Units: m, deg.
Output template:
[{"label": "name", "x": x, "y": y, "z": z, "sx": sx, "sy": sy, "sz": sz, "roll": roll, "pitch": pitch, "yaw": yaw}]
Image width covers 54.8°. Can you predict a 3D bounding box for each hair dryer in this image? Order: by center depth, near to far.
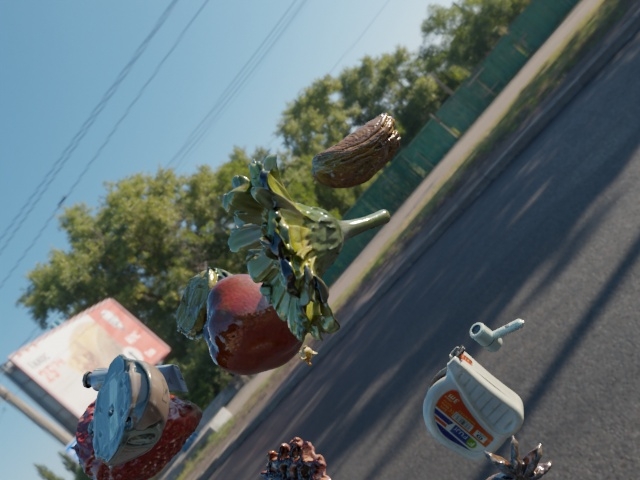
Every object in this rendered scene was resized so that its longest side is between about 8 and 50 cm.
[{"label": "hair dryer", "x": 0.460, "y": 0.231, "z": 1.581, "sx": 0.137, "sy": 0.082, "sz": 0.047, "roll": -34, "pitch": 29, "yaw": 34}]

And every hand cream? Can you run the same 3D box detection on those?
[{"label": "hand cream", "x": -0.465, "y": 0.348, "z": 1.543, "sx": 0.271, "sy": 0.091, "sz": 0.058, "roll": -4, "pitch": 29, "yaw": 14}]

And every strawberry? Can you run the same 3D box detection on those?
[{"label": "strawberry", "x": -0.512, "y": 0.518, "z": 1.696, "sx": 0.310, "sy": 0.292, "sz": 0.292, "roll": -52, "pitch": 0, "yaw": -9}]

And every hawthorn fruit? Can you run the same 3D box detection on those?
[{"label": "hawthorn fruit", "x": -0.184, "y": 0.233, "z": 1.728, "sx": 0.311, "sy": 0.295, "sz": 0.295, "roll": -15, "pitch": 16, "yaw": 25}]

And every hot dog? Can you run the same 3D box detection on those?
[{"label": "hot dog", "x": 0.106, "y": -0.242, "z": 1.750, "sx": 0.272, "sy": 0.122, "sz": 0.196, "roll": -34, "pitch": -17, "yaw": -12}]

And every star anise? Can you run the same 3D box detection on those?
[{"label": "star anise", "x": 0.366, "y": 0.428, "z": 1.138, "sx": 0.141, "sy": 0.141, "sz": 0.042, "roll": -50, "pitch": 7, "yaw": 8}]

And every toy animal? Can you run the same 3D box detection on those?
[{"label": "toy animal", "x": -0.043, "y": 0.389, "z": 2.074, "sx": 0.060, "sy": 0.081, "sz": 0.083, "roll": -16, "pitch": 3, "yaw": -17}]

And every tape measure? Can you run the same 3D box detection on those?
[{"label": "tape measure", "x": 0.418, "y": 0.464, "z": 1.736, "sx": 0.265, "sy": 0.258, "sz": 0.130, "roll": -53, "pitch": -6, "yaw": 20}]

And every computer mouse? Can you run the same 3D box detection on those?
[{"label": "computer mouse", "x": -0.394, "y": 0.365, "z": 1.276, "sx": 0.389, "sy": 0.115, "sz": 0.199, "roll": -44, "pitch": 43, "yaw": 46}]

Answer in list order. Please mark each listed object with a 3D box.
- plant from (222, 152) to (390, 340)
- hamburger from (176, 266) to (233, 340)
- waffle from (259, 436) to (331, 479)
[{"label": "plant", "x": -0.018, "y": 0.023, "z": 1.021, "sx": 0.261, "sy": 0.297, "sz": 0.306, "roll": -94, "pitch": 6, "yaw": -58}, {"label": "hamburger", "x": -0.400, "y": 0.228, "z": 2.200, "sx": 0.285, "sy": 0.134, "sz": 0.265, "roll": 3, "pitch": 77, "yaw": 61}, {"label": "waffle", "x": -0.053, "y": 0.530, "z": 1.271, "sx": 0.055, "sy": 0.221, "sz": 0.234, "roll": 12, "pitch": -65, "yaw": -40}]
